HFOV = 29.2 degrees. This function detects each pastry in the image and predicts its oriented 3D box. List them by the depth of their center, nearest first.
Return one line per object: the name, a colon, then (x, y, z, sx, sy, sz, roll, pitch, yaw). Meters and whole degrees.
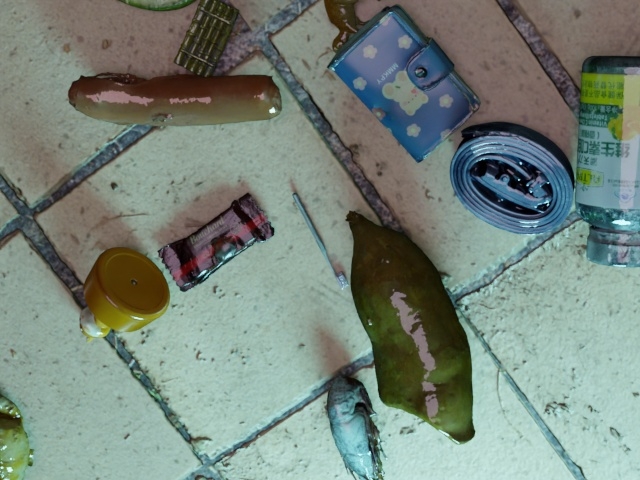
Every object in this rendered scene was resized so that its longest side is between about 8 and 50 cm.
pastry: (-0.583, 0.341, 1.982, 0.218, 0.100, 0.229, 42, 101, 0)

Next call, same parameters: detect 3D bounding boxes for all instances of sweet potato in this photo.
sweet potato: (0.133, 0.123, 1.818, 0.158, 0.158, 0.369, -14, 93, 10)

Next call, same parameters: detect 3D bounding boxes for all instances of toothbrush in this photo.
toothbrush: (0.000, 0.000, 1.884, 0.014, 0.011, 0.167, -27, 95, 7)

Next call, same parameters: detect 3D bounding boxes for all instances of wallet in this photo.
wallet: (0.125, -0.231, 1.787, 0.141, 0.059, 0.202, -42, 100, 12)

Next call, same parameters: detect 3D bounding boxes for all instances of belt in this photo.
belt: (0.278, -0.094, 1.792, 0.190, 0.082, 0.141, 27, 111, 3)

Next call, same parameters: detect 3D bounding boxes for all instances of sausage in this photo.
sausage: (-0.217, -0.212, 1.843, 0.327, 0.087, 0.079, 1, 65, 10)

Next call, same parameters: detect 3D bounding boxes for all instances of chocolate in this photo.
chocolate: (-0.161, 0.004, 1.900, 0.182, 0.028, 0.086, -30, 91, 14)

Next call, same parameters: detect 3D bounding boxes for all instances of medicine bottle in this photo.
medicine bottle: (0.434, -0.112, 1.736, 0.141, 0.141, 0.293, 2, 100, 8)

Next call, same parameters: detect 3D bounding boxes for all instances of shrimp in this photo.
shrimp: (0.062, 0.321, 1.902, 0.090, 0.079, 0.232, -9, 103, 46)

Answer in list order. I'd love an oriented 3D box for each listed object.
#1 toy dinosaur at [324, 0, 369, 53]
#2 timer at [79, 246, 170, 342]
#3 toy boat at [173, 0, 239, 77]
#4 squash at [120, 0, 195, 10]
toy dinosaur: (0.019, -0.361, 1.807, 0.162, 0.039, 0.126, 41, 104, 1)
timer: (-0.327, 0.104, 1.908, 0.132, 0.132, 0.152, 46, 125, -1)
toy boat: (-0.172, -0.307, 1.853, 0.063, 0.016, 0.115, 26, 103, 2)
squash: (-0.249, -0.452, 1.833, 0.219, 0.041, 0.219, 1, 98, 11)
